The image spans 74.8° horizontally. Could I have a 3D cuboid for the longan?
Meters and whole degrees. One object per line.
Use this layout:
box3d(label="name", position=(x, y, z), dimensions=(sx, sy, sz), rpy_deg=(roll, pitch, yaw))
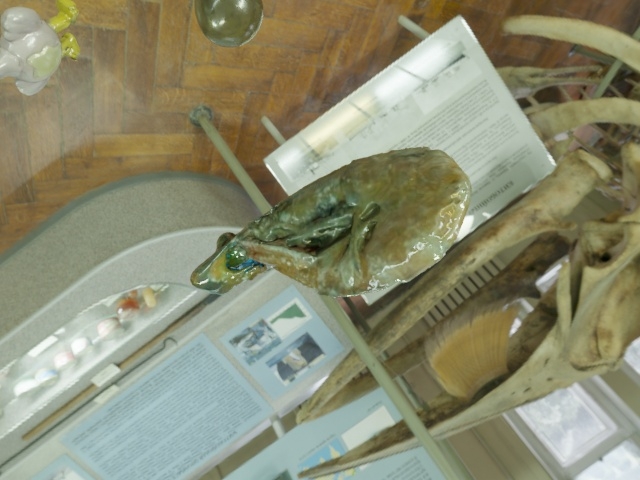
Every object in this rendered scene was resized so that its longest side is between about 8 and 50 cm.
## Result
box3d(label="longan", position=(-0.219, -0.582, 1.027), dimensions=(0.185, 0.159, 0.204), rpy_deg=(-47, 163, -54))

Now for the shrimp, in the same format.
box3d(label="shrimp", position=(0.000, 0.000, 0.619), dimensions=(0.445, 0.221, 0.110), rpy_deg=(-20, 141, 24))

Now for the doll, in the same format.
box3d(label="doll", position=(-0.506, -0.255, 0.653), dimensions=(0.094, 0.365, 0.160), rpy_deg=(22, 143, -13))
